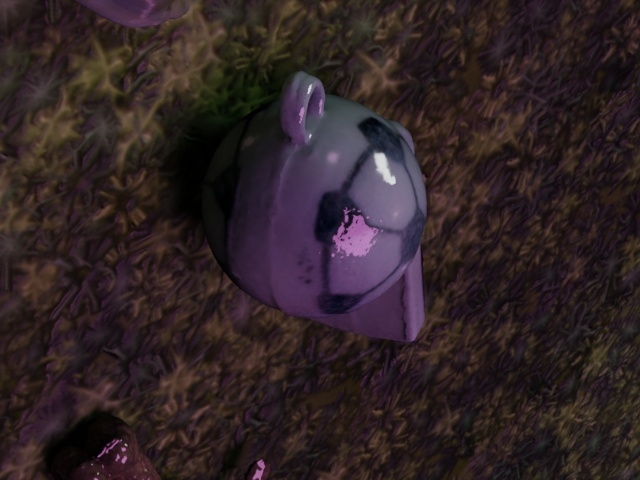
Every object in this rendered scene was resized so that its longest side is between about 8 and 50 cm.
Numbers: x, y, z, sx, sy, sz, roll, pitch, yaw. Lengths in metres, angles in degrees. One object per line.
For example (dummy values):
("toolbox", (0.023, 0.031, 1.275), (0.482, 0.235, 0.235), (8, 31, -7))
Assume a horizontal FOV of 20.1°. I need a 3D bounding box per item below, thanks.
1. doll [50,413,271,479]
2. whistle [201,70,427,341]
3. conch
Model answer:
("doll", (-0.106, 0.227, 1.387), (0.202, 0.091, 0.286), (-35, 133, -40))
("whistle", (0.000, 0.000, 1.234), (0.163, 0.163, 0.290), (-34, 140, -23))
("conch", (-0.113, -0.172, 1.030), (0.088, 0.065, 0.180), (-43, 153, -15))
